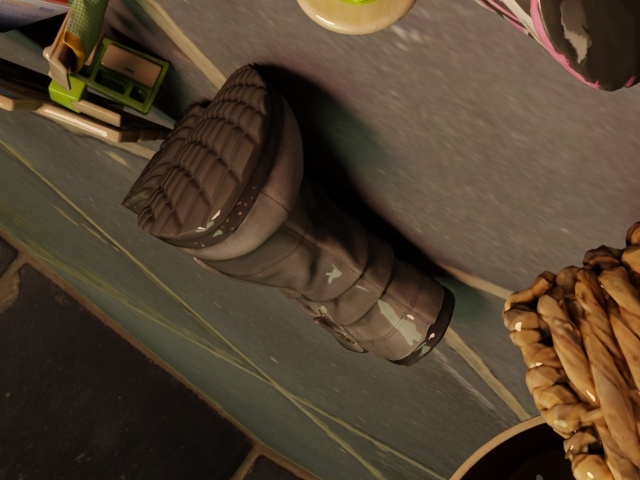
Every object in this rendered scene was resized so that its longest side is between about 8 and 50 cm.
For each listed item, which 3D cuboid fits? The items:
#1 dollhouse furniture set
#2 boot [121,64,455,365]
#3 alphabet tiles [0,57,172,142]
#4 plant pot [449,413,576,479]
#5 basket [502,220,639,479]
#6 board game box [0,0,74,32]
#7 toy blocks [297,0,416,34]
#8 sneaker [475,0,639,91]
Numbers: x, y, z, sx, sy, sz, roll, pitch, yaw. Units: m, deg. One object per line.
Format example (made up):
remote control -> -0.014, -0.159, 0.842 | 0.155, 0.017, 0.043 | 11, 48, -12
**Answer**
dollhouse furniture set -> -0.128, -0.116, 0.897 | 0.059, 0.076, 0.151 | 23, 170, -4
boot -> 0.000, 0.000, 0.931 | 0.223, 0.118, 0.338 | 35, 179, -11
alphabet tiles -> -0.279, -0.133, 1.024 | 0.343, 0.011, 0.285 | 21, -173, 4
plant pot -> 0.184, 0.220, 1.019 | 0.237, 0.237, 0.254 | 35, -178, 3
basket -> 0.235, 0.090, 0.625 | 0.299, 0.223, 0.213 | 50, -166, -50
board game box -> -0.303, -0.175, 0.889 | 0.281, 0.027, 0.145 | 8, 175, -32
toy blocks -> -0.018, -0.145, 0.507 | 0.123, 0.054, 0.148 | 33, 167, 14
sneaker -> 0.040, -0.116, 0.434 | 0.178, 0.072, 0.077 | 52, 172, -36
